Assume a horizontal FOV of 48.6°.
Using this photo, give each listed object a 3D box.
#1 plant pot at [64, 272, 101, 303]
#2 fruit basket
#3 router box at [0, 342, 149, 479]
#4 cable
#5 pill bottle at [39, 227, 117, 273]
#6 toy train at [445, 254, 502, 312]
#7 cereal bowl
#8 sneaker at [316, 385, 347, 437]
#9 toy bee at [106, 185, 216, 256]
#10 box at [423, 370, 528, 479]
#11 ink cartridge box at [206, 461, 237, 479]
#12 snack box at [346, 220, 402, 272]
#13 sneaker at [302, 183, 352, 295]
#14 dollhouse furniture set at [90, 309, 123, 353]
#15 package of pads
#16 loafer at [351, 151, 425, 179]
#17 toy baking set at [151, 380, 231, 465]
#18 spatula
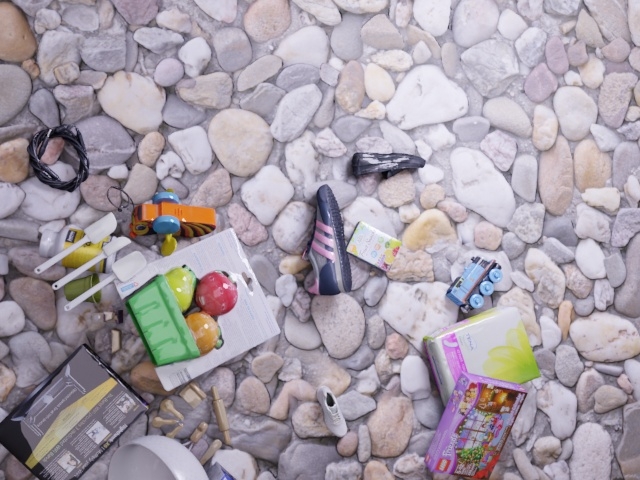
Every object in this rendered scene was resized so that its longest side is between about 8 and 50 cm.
[{"bbox_3d":[-0.629,0.130,1.867,0.079,0.083,0.083,-6,86,-1],"label":"plant pot"},{"bbox_3d":[-0.327,0.179,1.904,0.353,0.165,0.327,-26,91,-29],"label":"fruit basket"},{"bbox_3d":[-0.639,0.458,1.825,0.243,0.081,0.309,46,78,-4],"label":"router box"},{"bbox_3d":[-0.699,-0.216,1.896,0.150,0.047,0.185,-15,88,-13],"label":"cable"},{"bbox_3d":[-0.633,0.023,1.857,0.184,0.103,0.103,11,83,-11],"label":"pill bottle"},{"bbox_3d":[0.457,0.124,2.090,0.105,0.080,0.184,39,78,0],"label":"toy train"},{"bbox_3d":[-0.377,0.642,1.769,0.141,0.339,0.339,-11,86,-49],"label":"cereal bowl"},{"bbox_3d":[0.033,0.481,1.975,0.053,0.061,0.152,-25,91,-15],"label":"sneaker"},{"bbox_3d":[-0.440,-0.064,1.902,0.298,0.162,0.195,31,48,-20],"label":"toy bee"},{"bbox_3d":[0.435,0.524,1.988,0.200,0.057,0.293,15,102,-21],"label":"box"},{"bbox_3d":[-0.238,0.633,1.827,0.097,0.207,0.046,44,75,-5],"label":"ink cartridge box"},{"bbox_3d":[0.153,0.019,2.055,0.141,0.037,0.100,28,79,-7],"label":"snack box"},{"bbox_3d":[0.000,0.000,1.997,0.131,0.112,0.319,-13,74,18],"label":"sneaker"},{"bbox_3d":[-0.574,0.243,1.868,0.081,0.091,0.114,-2,88,3],"label":"dollhouse furniture set"},{"bbox_3d":[0.465,0.332,2.059,0.296,0.101,0.229,-17,90,-13],"label":"package of pads"},{"bbox_3d":[0.199,-0.218,2.074,0.223,0.076,0.078,0,99,-13],"label":"loafer"},{"bbox_3d":[-0.341,0.514,1.912,0.196,0.030,0.256,-19,88,-10],"label":"toy baking set"},{"bbox_3d":[-0.586,0.064,1.805,0.242,0.019,0.168,-35,98,-8],"label":"spatula"}]
